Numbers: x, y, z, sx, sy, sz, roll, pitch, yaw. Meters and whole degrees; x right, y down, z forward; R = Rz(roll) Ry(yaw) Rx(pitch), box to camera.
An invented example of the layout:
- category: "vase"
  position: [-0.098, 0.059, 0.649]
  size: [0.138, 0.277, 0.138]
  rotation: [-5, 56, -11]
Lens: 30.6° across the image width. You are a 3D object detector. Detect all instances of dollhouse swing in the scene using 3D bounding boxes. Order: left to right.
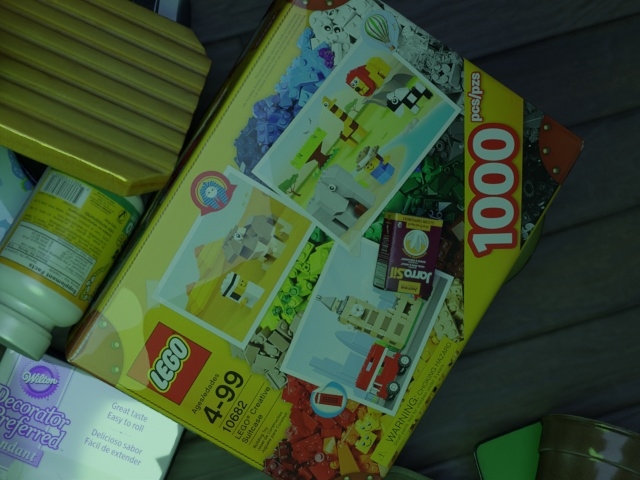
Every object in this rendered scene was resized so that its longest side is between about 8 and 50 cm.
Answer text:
- category: "dollhouse swing"
  position: [-0.268, -0.268, 1.218]
  size: [0.305, 0.315, 0.346]
  rotation: [13, 42, -1]

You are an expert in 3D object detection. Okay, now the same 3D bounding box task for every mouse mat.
- category: "mouse mat"
  position: [0.266, 0.323, 1.445]
  size: [0.153, 0.007, 0.189]
  rotation: [-12, 86, -35]

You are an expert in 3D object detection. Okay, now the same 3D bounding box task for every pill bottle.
- category: "pill bottle"
  position: [-0.289, 0.020, 1.267]
  size: [0.118, 0.117, 0.208]
  rotation: [28, 74, 1]

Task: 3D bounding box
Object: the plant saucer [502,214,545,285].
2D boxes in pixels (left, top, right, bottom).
- category: "plant saucer"
  position: [0.171, -0.044, 1.497]
  size: [0.241, 0.037, 0.240]
  rotation: [0, 85, 0]

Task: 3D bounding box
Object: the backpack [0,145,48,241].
- category: "backpack"
  position: [-0.435, 0.000, 1.398]
  size: [0.356, 0.273, 0.290]
  rotation: [-28, 98, 9]

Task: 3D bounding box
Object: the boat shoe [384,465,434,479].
- category: "boat shoe"
  position: [0.155, 0.364, 1.432]
  size: [0.302, 0.103, 0.113]
  rotation: [35, 60, -18]

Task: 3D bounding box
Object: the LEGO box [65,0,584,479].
- category: "LEGO box"
  position: [0.000, 0.000, 1.341]
  size: [0.372, 0.193, 0.500]
  rotation: [32, 87, -12]

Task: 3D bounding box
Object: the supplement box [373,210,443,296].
- category: "supplement box"
  position: [0.092, 0.014, 1.239]
  size: [0.055, 0.043, 0.083]
  rotation: [7, 93, -14]

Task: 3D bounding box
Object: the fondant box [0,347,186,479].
- category: "fondant box"
  position: [-0.329, 0.316, 1.437]
  size: [0.238, 0.096, 0.330]
  rotation: [22, 85, 1]

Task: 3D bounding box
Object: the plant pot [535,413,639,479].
- category: "plant pot"
  position: [0.321, 0.313, 1.390]
  size: [0.167, 0.167, 0.165]
  rotation: [20, 73, 1]

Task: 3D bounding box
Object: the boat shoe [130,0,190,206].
- category: "boat shoe"
  position: [-0.233, -0.174, 1.465]
  size: [0.105, 0.113, 0.306]
  rotation: [4, 83, 6]
